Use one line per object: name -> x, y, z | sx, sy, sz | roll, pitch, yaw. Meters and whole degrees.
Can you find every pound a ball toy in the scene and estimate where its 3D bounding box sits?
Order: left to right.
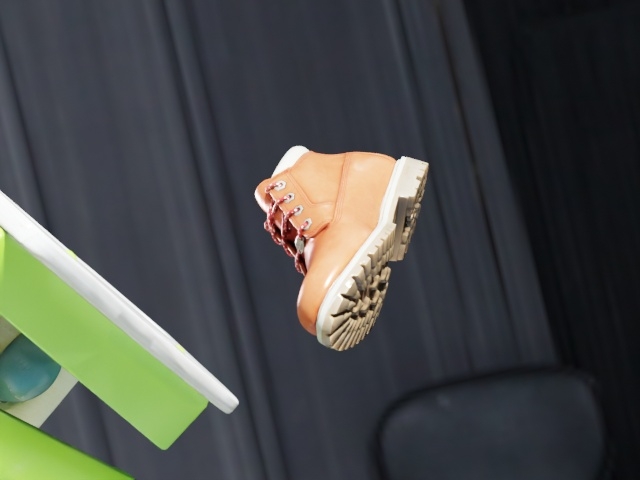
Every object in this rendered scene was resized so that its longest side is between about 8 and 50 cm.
pound a ball toy -> -0.197, 0.078, 0.871 | 0.208, 0.136, 0.319 | -50, -27, -5

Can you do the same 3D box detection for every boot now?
boot -> 0.000, 0.000, 0.914 | 0.084, 0.059, 0.158 | 16, 31, 6
